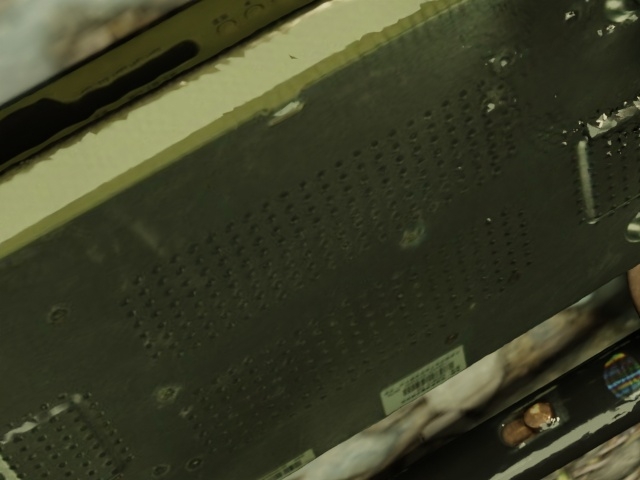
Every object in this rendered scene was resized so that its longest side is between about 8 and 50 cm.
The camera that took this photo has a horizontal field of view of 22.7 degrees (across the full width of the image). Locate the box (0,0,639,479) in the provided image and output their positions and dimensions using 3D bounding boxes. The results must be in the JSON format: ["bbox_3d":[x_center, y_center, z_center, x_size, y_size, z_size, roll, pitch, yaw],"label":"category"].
[{"bbox_3d":[0.000,0.000,0.480,0.270,0.045,0.211,-29,144,-8],"label":"box"}]

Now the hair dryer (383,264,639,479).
[{"bbox_3d":[0.094,0.083,0.660,0.255,0.070,0.128,-32,147,9],"label":"hair dryer"}]
